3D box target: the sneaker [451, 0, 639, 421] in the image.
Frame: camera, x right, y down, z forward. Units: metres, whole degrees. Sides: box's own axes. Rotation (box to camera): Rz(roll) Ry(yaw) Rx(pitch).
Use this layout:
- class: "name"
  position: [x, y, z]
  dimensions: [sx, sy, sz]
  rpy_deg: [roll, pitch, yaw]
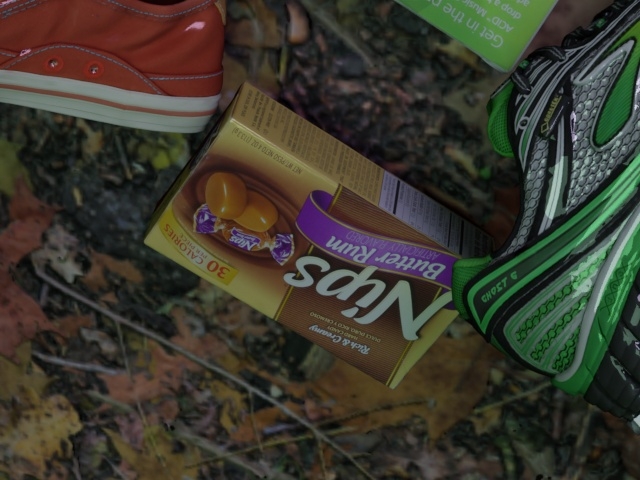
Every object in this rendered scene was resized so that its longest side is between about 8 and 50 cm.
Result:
- class: "sneaker"
  position: [0.164, -0.086, 0.872]
  dimensions: [0.146, 0.134, 0.344]
  rpy_deg: [22, 99, 14]

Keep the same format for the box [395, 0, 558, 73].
- class: "box"
  position: [0.088, -0.279, 0.880]
  dimensions: [0.232, 0.058, 0.322]
  rpy_deg: [33, 119, 0]

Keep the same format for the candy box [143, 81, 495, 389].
- class: "candy box"
  position: [0.000, 0.000, 1.026]
  dimensions: [0.186, 0.053, 0.109]
  rpy_deg: [32, 120, -11]

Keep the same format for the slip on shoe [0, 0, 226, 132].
- class: "slip on shoe"
  position: [-0.197, -0.136, 0.937]
  dimensions: [0.331, 0.123, 0.101]
  rpy_deg: [7, 108, -32]

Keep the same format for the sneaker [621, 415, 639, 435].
- class: "sneaker"
  position: [0.247, 0.077, 0.979]
  dimensions: [0.283, 0.107, 0.124]
  rpy_deg: [44, 113, -7]
